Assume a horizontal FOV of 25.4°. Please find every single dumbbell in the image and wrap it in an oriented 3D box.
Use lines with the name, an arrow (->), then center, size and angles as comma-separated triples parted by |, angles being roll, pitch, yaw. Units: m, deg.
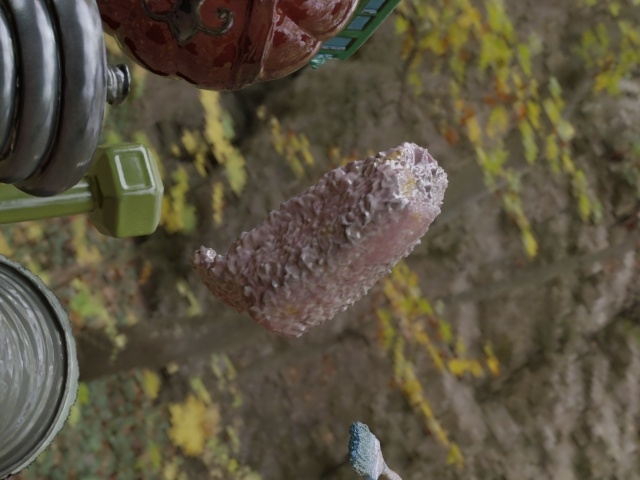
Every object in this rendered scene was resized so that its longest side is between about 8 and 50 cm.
dumbbell -> -0.329, -0.044, 1.595 | 0.108, 0.302, 0.121 | 130, -52, -59
dumbbell -> -0.320, -0.115, 0.964 | 0.179, 0.406, 0.179 | 1, -89, 57

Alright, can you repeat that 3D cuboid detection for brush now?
brush -> 0.080, 0.309, 1.929 | 0.196, 0.021, 0.070 | 53, 35, -52

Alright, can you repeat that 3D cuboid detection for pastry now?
pastry -> -0.001, 0.011, 1.307 | 0.103, 0.265, 0.112 | 40, 32, -38

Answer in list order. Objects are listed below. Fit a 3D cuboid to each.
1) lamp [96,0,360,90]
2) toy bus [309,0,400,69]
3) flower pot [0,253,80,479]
lamp -> -0.097, -0.297, 1.379 | 0.303, 0.303, 0.257 | 62, 6, -6
toy bus -> 0.026, -0.373, 1.781 | 0.343, 0.199, 0.184 | -44, -135, 47
flower pot -> -0.339, 0.106, 1.257 | 0.235, 0.235, 0.140 | 58, -8, 13
